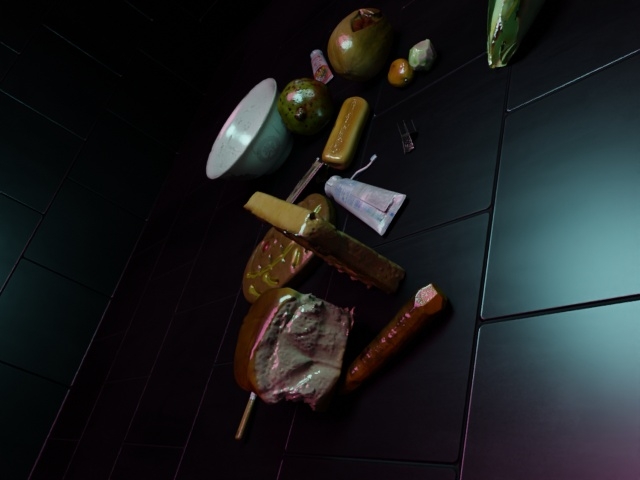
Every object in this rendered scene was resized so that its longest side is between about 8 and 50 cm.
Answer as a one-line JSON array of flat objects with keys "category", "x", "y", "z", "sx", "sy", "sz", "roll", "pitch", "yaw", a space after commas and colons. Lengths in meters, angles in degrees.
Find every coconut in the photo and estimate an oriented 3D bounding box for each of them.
[{"category": "coconut", "x": 0.287, "y": -0.516, "z": 1.637, "sx": 0.082, "sy": 0.081, "sz": 0.083, "roll": -26, "pitch": 8, "yaw": -13}]

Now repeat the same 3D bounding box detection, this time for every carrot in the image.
[{"category": "carrot", "x": 0.131, "y": 0.208, "z": 1.168, "sx": 0.314, "sy": 0.066, "sz": 0.066, "roll": -48, "pitch": 29, "yaw": 19}]

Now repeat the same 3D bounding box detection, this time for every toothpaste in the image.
[{"category": "toothpaste", "x": 0.111, "y": -0.105, "z": 1.524, "sx": 0.114, "sy": 0.073, "sz": 0.299, "roll": -57, "pitch": 35, "yaw": 0}, {"category": "toothpaste", "x": 0.003, "y": -0.668, "z": 2.280, "sx": 0.089, "sy": 0.057, "sz": 0.234, "roll": -41, "pitch": 40, "yaw": 27}]

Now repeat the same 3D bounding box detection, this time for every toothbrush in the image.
[{"category": "toothbrush", "x": 0.104, "y": -0.185, "z": 1.662, "sx": 0.162, "sy": 0.014, "sz": 0.017, "roll": -45, "pitch": 45, "yaw": 23}]

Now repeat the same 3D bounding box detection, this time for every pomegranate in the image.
[{"category": "pomegranate", "x": -0.035, "y": -0.461, "z": 2.022, "sx": 0.198, "sy": 0.246, "sz": 0.199, "roll": -1, "pitch": 88, "yaw": 30}]

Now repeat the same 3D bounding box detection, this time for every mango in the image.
[{"category": "mango", "x": 0.235, "y": -0.492, "z": 1.711, "sx": 0.080, "sy": 0.060, "sz": 0.114, "roll": -68, "pitch": 27, "yaw": 16}]

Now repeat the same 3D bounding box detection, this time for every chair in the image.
[{"category": "chair", "x": 0.232, "y": -0.273, "z": 1.527, "sx": 0.037, "sy": 0.042, "sz": 0.086, "roll": -23, "pitch": 79, "yaw": 49}]

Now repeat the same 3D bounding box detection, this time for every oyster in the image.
[{"category": "oyster", "x": 0.008, "y": -0.221, "z": 1.834, "sx": 0.051, "sy": 0.034, "sz": 0.093, "roll": -19, "pitch": 42, "yaw": 40}]

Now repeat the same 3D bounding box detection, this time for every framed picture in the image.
[{"category": "framed picture", "x": -0.057, "y": -0.181, "z": 1.850, "sx": 0.199, "sy": 0.010, "sz": 0.195, "roll": -52, "pitch": 10, "yaw": 4}]

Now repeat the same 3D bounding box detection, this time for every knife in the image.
[{"category": "knife", "x": -0.162, "y": 0.389, "z": 1.498, "sx": 0.046, "sy": 0.022, "sz": 0.256, "roll": -34, "pitch": 31, "yaw": 52}]

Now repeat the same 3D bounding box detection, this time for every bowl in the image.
[{"category": "bowl", "x": -0.230, "y": -0.371, "z": 2.191, "sx": 0.434, "sy": 0.196, "sz": 0.435, "roll": -39, "pitch": 33, "yaw": 31}]

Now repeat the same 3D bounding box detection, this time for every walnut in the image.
[{"category": "walnut", "x": 0.133, "y": -0.638, "z": 1.889, "sx": 0.203, "sy": 0.203, "sz": 0.298, "roll": -26, "pitch": 25, "yaw": 45}]

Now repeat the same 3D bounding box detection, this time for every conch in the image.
[{"category": "conch", "x": 0.445, "y": -0.541, "z": 1.338, "sx": 0.143, "sy": 0.137, "sz": 0.251, "roll": -6, "pitch": 57, "yaw": 55}]

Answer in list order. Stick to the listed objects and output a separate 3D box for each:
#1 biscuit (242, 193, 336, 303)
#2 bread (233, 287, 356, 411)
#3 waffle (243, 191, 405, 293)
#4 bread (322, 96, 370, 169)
[{"category": "biscuit", "x": -0.107, "y": 0.013, "z": 1.739, "sx": 0.394, "sy": 0.070, "sz": 0.351, "roll": -46, "pitch": 30, "yaw": 21}, {"category": "bread", "x": -0.074, "y": 0.236, "z": 1.296, "sx": 0.279, "sy": 0.224, "sz": 0.250, "roll": 152, "pitch": 138, "yaw": -72}, {"category": "waffle", "x": -0.001, "y": 0.000, "z": 1.338, "sx": 0.078, "sy": 0.304, "sz": 0.348, "roll": -59, "pitch": 30, "yaw": -3}, {"category": "bread", "x": 0.083, "y": -0.323, "z": 1.765, "sx": 0.092, "sy": 0.074, "sz": 0.240, "roll": 12, "pitch": 67, "yaw": 23}]
